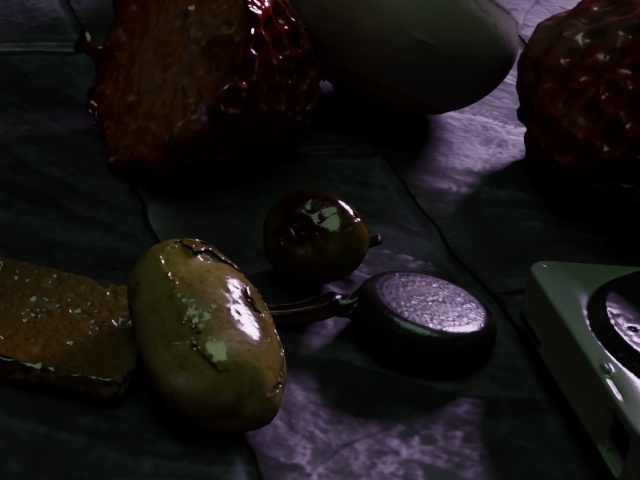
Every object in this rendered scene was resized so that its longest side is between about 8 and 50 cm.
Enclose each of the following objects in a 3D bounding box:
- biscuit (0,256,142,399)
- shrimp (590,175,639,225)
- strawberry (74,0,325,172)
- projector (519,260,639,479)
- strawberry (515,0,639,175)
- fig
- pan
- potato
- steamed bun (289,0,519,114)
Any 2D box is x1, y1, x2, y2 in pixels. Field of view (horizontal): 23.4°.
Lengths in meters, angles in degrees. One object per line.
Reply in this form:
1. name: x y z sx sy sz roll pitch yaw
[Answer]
1. biscuit: -0.234 0.054 1.126 0.231 0.025 0.131 13 31 9
2. shrimp: 0.446 -0.046 1.259 0.445 0.085 0.272 1 34 19
3. strawberry: -0.089 -0.143 1.384 0.178 0.234 0.234 23 17 -41
4. projector: 0.303 0.092 1.119 0.259 0.079 0.257 5 26 -14
5. strawberry: 0.317 -0.160 1.369 0.265 0.149 0.336 -17 8 -24
6. fig: 0.000 0.000 1.233 0.084 0.098 0.082 -23 71 14
7. pan: 0.031 0.053 1.179 0.212 0.040 0.115 6 26 -4
8. potato: -0.080 0.062 1.085 0.107 0.080 0.170 11 40 -25
9. steamed bun: 0.068 -0.197 1.470 0.232 0.145 0.232 30 3 -2
